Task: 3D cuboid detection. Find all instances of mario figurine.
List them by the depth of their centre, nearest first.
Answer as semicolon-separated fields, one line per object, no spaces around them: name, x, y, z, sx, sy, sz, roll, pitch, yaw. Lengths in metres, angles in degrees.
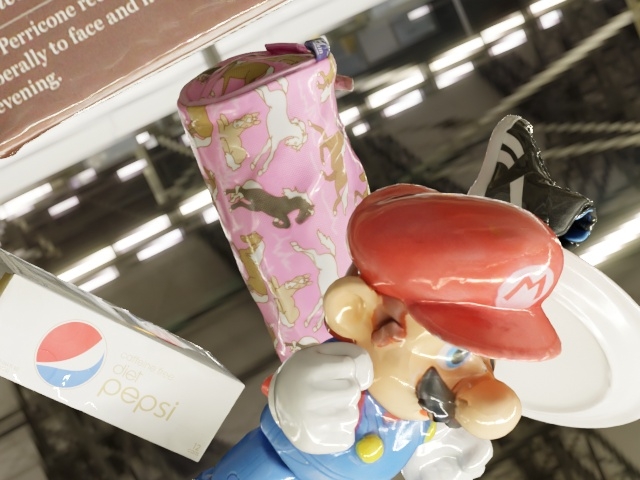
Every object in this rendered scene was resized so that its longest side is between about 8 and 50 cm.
mario figurine;0.036;0.111;0.845;0.320;0.170;0.198;-54;-173;34

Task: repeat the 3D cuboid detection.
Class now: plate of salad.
plate of salad;0.127;0.048;0.939;0.200;0.200;0.048;-10;-141;49

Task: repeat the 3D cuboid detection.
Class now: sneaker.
sneaker;0.215;-0.044;1.459;0.121;0.079;0.217;13;-144;12

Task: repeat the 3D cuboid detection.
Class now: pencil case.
pencil case;0.000;0.000;1.442;0.167;0.386;0.160;-21;-165;-1

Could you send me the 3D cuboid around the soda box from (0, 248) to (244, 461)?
soda box;-0.167;0.086;1.108;0.074;0.216;0.069;-59;-147;2

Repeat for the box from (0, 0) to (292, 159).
box;-0.085;-0.165;0.559;0.168;0.203;0.167;-26;-170;8
